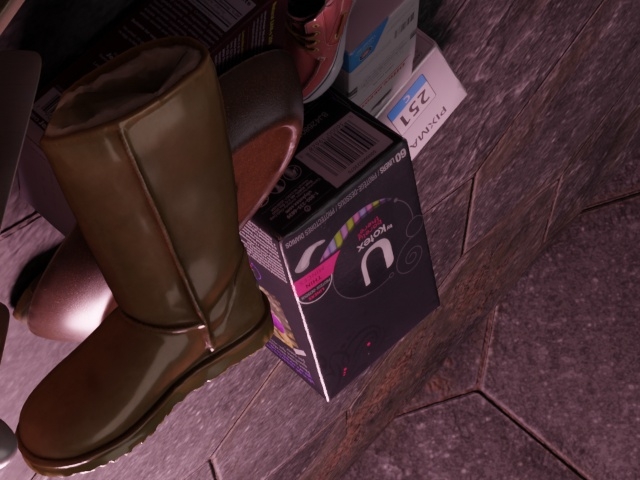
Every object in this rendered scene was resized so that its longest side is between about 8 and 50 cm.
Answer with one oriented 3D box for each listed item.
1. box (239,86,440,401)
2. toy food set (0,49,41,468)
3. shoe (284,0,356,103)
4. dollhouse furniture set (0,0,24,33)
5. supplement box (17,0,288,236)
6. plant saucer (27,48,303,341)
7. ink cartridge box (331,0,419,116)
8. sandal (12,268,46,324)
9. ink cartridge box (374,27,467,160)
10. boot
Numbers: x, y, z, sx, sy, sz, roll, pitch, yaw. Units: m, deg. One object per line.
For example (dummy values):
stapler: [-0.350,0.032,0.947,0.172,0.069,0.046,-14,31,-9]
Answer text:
box: [0.000,0.000,1.720,0.165,0.143,0.270,-39,145,-18]
toy food set: [-0.234,0.046,1.203,0.306,0.092,0.220,111,-11,-50]
shoe: [-0.012,-0.194,1.552,0.081,0.063,0.178,-27,147,-54]
dollhouse furniture set: [-0.202,-0.161,0.721,0.212,0.242,0.161,-52,165,9]
supplement box: [-0.128,-0.118,1.363,0.239,0.073,0.130,-44,166,-21]
plant saucer: [-0.113,-0.023,1.439,0.310,0.050,0.310,-46,170,-11]
ink cartridge box: [0.040,-0.186,1.712,0.104,0.060,0.180,-46,164,-17]
sandal: [-0.200,0.037,1.574,0.180,0.049,0.072,-32,157,-49]
ink cartridge box: [0.045,-0.070,1.927,0.296,0.066,0.261,-50,155,-2]
boot: [-0.152,0.015,1.258,0.236,0.089,0.269,-37,139,-21]
